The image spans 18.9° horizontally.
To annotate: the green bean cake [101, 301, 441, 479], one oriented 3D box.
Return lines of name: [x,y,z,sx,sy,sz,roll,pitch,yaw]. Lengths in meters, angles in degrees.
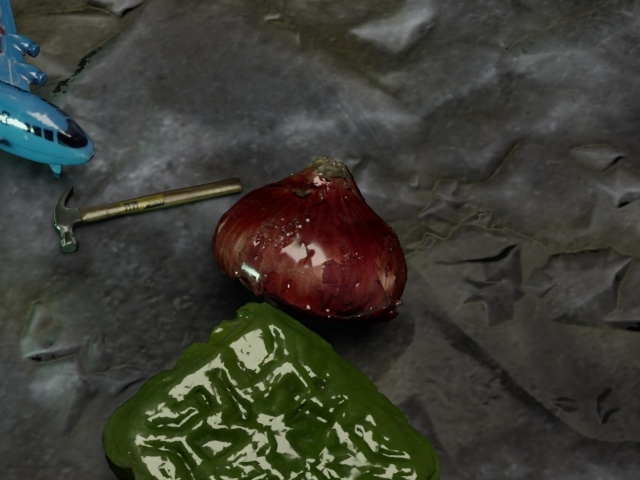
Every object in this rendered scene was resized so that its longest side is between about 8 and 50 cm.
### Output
green bean cake: [-0.048,0.189,1.622,0.222,0.125,0.248,-38,71,-23]

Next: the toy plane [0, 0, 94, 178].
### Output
toy plane: [-0.328,-0.128,1.776,0.271,0.105,0.254,28,62,8]

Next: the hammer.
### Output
hammer: [-0.162,-0.037,1.797,0.182,0.017,0.062,-13,64,-15]

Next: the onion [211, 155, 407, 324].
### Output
onion: [0.000,0.000,1.698,0.184,0.147,0.184,18,17,-6]
